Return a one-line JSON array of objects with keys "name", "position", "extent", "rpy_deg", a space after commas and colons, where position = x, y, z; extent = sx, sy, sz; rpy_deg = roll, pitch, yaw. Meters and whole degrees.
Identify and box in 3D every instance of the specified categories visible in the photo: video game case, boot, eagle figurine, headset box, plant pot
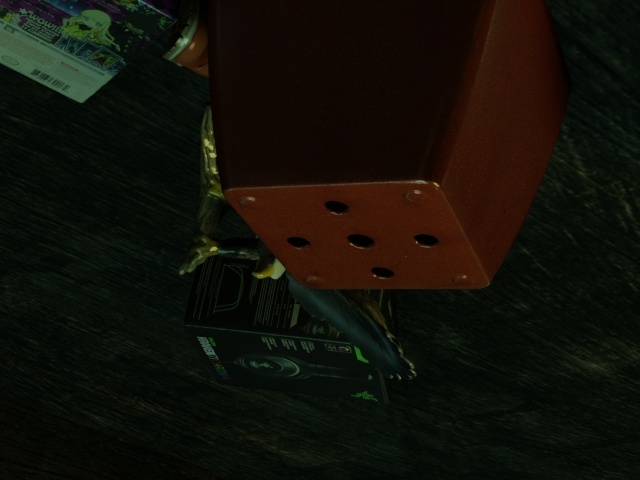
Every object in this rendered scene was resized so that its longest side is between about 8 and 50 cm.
[{"name": "video game case", "position": [-0.278, -0.230, 0.983], "extent": [0.232, 0.042, 0.210], "rpy_deg": [26, 150, -28]}, {"name": "boot", "position": [-0.095, -0.173, 0.949], "extent": [0.084, 0.059, 0.158], "rpy_deg": [28, -176, -5]}, {"name": "eagle figurine", "position": [-0.003, 0.007, 1.143], "extent": [0.298, 0.225, 0.226], "rpy_deg": [13, 144, 13]}, {"name": "headset box", "position": [-0.022, 0.124, 1.493], "extent": [0.283, 0.131, 0.246], "rpy_deg": [5, 154, 10]}, {"name": "plant pot", "position": [0.052, -0.099, 0.900], "extent": [0.267, 0.236, 0.267], "rpy_deg": [-1, 152, 24]}]
